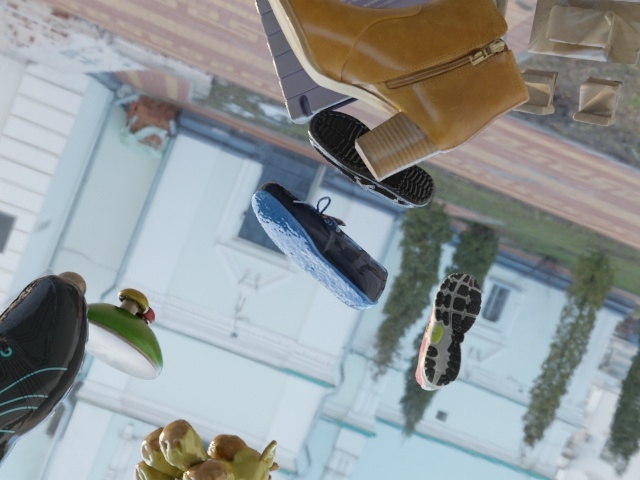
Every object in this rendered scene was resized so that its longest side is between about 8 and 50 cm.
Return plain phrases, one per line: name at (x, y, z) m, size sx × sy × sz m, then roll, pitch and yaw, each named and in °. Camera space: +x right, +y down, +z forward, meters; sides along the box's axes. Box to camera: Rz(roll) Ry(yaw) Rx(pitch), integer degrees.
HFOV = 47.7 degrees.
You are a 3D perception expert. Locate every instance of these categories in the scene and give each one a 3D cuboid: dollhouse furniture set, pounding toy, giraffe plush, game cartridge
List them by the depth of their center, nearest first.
giraffe plush at (-0.149, 0.352, 1.076) m, size 0.170 × 0.210 × 0.181 m, roll -17°, pitch 166°, yaw -46°
game cartridge at (0.084, -0.351, 1.128) m, size 0.355 × 0.230 × 0.068 m, roll -18°, pitch 170°, yaw 21°
pounding toy at (-0.341, 0.121, 1.195) m, size 0.237 × 0.110 × 0.183 m, roll 42°, pitch 147°, yaw -21°
dollhouse furniture set at (0.486, -0.462, 1.549) m, size 0.394 × 0.362 × 0.256 m, roll 15°, pitch -162°, yaw 26°

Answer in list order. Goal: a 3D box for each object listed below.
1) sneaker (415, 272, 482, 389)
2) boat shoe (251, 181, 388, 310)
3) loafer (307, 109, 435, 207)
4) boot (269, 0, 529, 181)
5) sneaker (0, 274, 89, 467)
sneaker at (0.270, 0.199, 1.609) m, size 0.107 × 0.279 × 0.118 m, roll 26°, pitch 158°, yaw -3°
boat shoe at (0.000, 0.000, 1.140) m, size 0.258 × 0.089 × 0.109 m, roll 48°, pitch 149°, yaw -17°
loafer at (0.068, -0.113, 1.114) m, size 0.220 × 0.080 × 0.078 m, roll 37°, pitch 155°, yaw -3°
boot at (0.084, -0.233, 0.806) m, size 0.295 × 0.211 × 0.104 m, roll 58°, pitch 180°, yaw -4°
sneaker at (-0.274, 0.125, 0.553) m, size 0.101 × 0.267 × 0.106 m, roll -3°, pitch 138°, yaw 32°
